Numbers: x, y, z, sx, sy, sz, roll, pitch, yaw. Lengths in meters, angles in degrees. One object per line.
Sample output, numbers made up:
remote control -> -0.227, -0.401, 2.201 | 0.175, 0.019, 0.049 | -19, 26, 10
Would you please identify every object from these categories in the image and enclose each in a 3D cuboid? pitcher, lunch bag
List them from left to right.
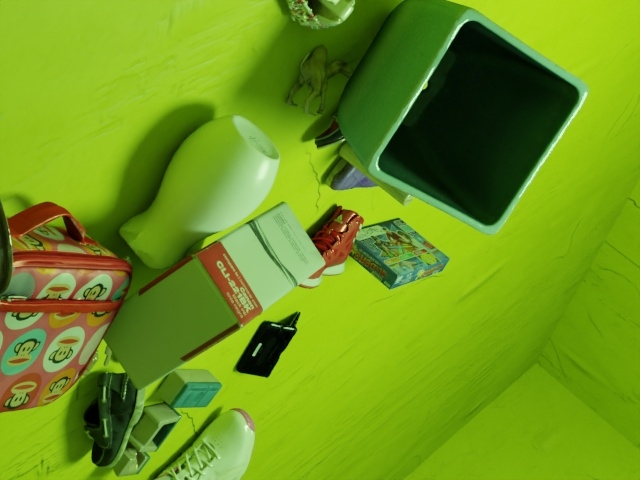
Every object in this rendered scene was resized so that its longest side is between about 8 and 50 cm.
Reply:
lunch bag -> -0.352, 0.073, 1.286 | 0.258, 0.120, 0.293 | -58, 158, 11
pitcher -> -0.143, -0.065, 1.459 | 0.207, 0.125, 0.178 | -45, 175, 19

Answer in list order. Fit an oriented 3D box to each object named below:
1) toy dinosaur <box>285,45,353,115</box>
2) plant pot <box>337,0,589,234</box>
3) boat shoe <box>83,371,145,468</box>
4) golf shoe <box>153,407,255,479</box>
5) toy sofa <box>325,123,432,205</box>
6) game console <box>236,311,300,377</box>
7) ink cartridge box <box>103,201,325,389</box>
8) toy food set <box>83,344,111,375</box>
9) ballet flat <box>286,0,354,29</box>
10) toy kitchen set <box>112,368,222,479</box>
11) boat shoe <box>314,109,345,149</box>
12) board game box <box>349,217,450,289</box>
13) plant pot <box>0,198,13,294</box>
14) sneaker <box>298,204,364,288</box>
toy dinosaur -> -0.014, -0.224, 1.538 | 0.183, 0.053, 0.093 | -12, 123, -68
plant pot -> 0.167, -0.199, 1.577 | 0.247, 0.252, 0.247 | 25, 103, -32
boat shoe -> -0.330, 0.276, 1.732 | 0.079, 0.084, 0.233 | 7, 139, -19
golf shoe -> -0.238, 0.447, 2.115 | 0.306, 0.115, 0.140 | -55, 154, 12
toy sofa -> 0.178, -0.125, 1.908 | 0.177, 0.150, 0.362 | -58, 157, 18
game console -> -0.096, 0.188, 2.086 | 0.107, 0.071, 0.122 | 15, 117, -33
ink cartridge box -> -0.142, 0.068, 1.513 | 0.197, 0.114, 0.273 | -33, -178, 29
toy food set -> -0.350, 0.169, 1.568 | 0.122, 0.019, 0.078 | -17, 143, -40
ballet flat -> -0.001, -0.305, 1.370 | 0.091, 0.077, 0.241 | -52, 159, 5
toy kitchen set -> -0.226, 0.350, 1.896 | 0.207, 0.166, 0.122 | -53, 158, 10
boat shoe -> 0.040, -0.184, 1.695 | 0.137, 0.049, 0.043 | -36, 113, -23
board game box -> 0.139, 0.021, 2.092 | 0.201, 0.136, 0.035 | -14, 139, -54
plant pot -> -0.396, -0.003, 1.026 | 0.165, 0.167, 0.167 | -21, 146, -37
sneaker -> 0.000, 0.000, 1.894 | 0.128, 0.087, 0.221 | -66, 166, 17
